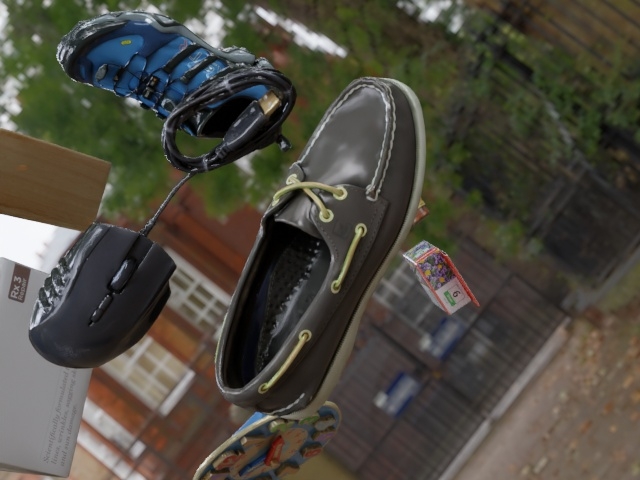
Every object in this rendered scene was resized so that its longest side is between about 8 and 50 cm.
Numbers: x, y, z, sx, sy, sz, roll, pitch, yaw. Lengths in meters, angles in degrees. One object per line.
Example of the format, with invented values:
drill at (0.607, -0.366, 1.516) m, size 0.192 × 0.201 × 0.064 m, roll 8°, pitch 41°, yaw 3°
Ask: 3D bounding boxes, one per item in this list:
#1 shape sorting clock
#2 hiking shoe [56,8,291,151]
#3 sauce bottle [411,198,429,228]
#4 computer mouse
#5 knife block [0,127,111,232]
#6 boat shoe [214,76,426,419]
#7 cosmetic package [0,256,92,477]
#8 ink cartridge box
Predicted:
shape sorting clock at (-0.064, 0.264, 1.656) m, size 0.206 × 0.040 × 0.206 m, roll -22°, pitch -31°, yaw -14°
hiking shoe at (-0.174, -0.197, 1.657) m, size 0.304 × 0.132 × 0.113 m, roll 9°, pitch -49°, yaw -28°
sauce bottle at (0.062, -0.067, 1.389) m, size 0.042 × 0.128 × 0.042 m, roll -38°, pitch -3°, yaw -2°
computer mouse at (-0.096, -0.006, 0.784) m, size 0.242 × 0.071 × 0.041 m, roll -51°, pitch 20°, yaw 24°
knife block at (-0.341, -0.074, 1.385) m, size 0.242 × 0.275 × 0.088 m, roll 18°, pitch 91°, yaw 70°
boat shoe at (0.000, 0.000, 0.830) m, size 0.068 × 0.081 × 0.228 m, roll 21°, pitch -93°, yaw -56°
cosmetic package at (-0.434, 0.141, 1.514) m, size 0.156 × 0.385 × 0.217 m, roll 26°, pitch -109°, yaw -46°
ink cartridge box at (0.117, 0.038, 1.308) m, size 0.029 × 0.063 × 0.115 m, roll -34°, pitch 9°, yaw -2°
